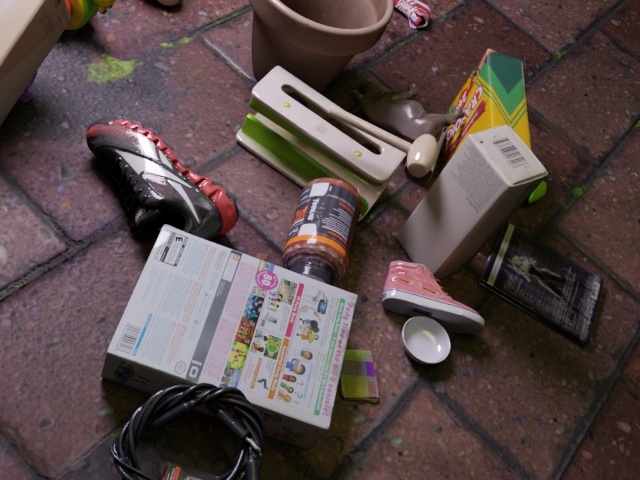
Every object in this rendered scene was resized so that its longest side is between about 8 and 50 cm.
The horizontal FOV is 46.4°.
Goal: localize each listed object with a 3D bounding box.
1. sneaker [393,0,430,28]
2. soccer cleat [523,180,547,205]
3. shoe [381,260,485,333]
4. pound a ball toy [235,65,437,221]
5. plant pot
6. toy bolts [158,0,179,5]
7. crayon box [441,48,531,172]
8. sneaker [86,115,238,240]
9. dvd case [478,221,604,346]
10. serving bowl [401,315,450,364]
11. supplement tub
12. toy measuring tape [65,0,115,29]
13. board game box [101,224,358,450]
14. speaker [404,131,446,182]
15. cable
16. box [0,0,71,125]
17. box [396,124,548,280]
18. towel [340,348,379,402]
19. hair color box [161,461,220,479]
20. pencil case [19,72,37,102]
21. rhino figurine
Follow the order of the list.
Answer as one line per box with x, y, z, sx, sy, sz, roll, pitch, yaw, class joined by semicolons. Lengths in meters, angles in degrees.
0.196;-0.524;1.694;0.118;0.042;0.067;19;47;-12;sneaker
0.381;-0.152;1.480;0.072;0.060;0.179;-32;85;-32;soccer cleat
0.190;0.091;1.229;0.178;0.063;0.081;18;56;-5;shoe
0.037;-0.183;1.270;0.319;0.208;0.135;34;50;4;pound a ball toy
-0.030;-0.386;1.374;0.263;0.229;0.263;12;52;-16;plant pot
-0.304;-0.574;1.490;0.228;0.158;0.218;-38;36;-28;toy bolts
0.301;-0.173;1.380;0.081;0.202;0.318;16;51;-12;crayon box
-0.263;-0.084;1.139;0.276;0.097;0.135;38;48;4;sneaker
0.407;0.076;1.365;0.221;0.018;0.164;31;51;0;dvd case
0.164;0.163;1.190;0.083;0.027;0.083;11;53;-16;serving bowl
0.000;0.000;1.188;0.106;0.106;0.197;21;50;-8;supplement tub
-0.503;-0.443;1.320;0.330;0.121;0.121;14;48;16;toy measuring tape
-0.118;0.133;1.047;0.303;0.097;0.224;21;51;-6;board game box
0.202;-0.173;1.434;0.055;0.055;0.136;27;50;-3;speaker
-0.159;0.246;0.901;0.185;0.047;0.150;8;71;-7;cable
-0.508;-0.257;1.070;0.148;0.121;0.311;26;75;-3;box
0.238;-0.053;1.217;0.094;0.275;0.113;-19;66;-33;box
0.055;0.203;1.126;0.060;0.009;0.083;6;53;-18;towel
-0.134;0.334;0.927;0.141;0.043;0.072;20;51;-10;hair color box
-0.551;-0.305;1.184;0.206;0.088;0.086;34;47;4;pencil case
0.144;-0.250;1.423;0.243;0.073;0.106;32;58;29;rhino figurine
